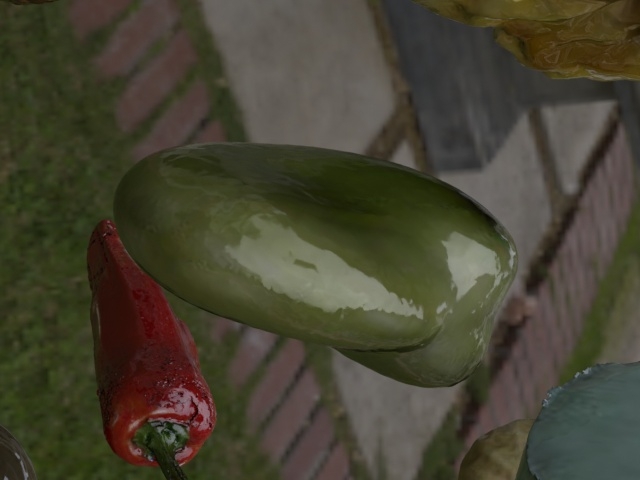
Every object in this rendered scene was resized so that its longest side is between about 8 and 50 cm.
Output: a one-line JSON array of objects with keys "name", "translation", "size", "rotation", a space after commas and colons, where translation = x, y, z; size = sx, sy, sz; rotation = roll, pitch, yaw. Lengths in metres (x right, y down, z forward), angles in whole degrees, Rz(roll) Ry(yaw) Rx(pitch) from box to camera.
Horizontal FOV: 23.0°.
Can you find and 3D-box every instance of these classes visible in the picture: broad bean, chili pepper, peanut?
[{"name": "broad bean", "translation": [0.000, 0.000, 0.919], "size": [0.263, 0.189, 0.121], "rotation": [19, 107, -44]}, {"name": "chili pepper", "translation": [-0.168, 0.110, 1.499], "size": [0.110, 0.110, 0.387], "rotation": [58, 5, -41]}, {"name": "peanut", "translation": [0.253, 0.239, 1.510], "size": [0.298, 0.136, 0.120], "rotation": [18, 70, -46]}]

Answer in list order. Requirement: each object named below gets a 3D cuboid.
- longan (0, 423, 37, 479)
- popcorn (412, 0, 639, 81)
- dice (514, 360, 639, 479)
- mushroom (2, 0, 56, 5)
[{"name": "longan", "translation": [-0.361, 0.249, 1.558], "size": [0.167, 0.187, 0.167], "rotation": [-10, 108, -30]}, {"name": "popcorn", "translation": [0.217, -0.296, 1.095], "size": [0.354, 0.344, 0.390], "rotation": [-128, -140, -67]}, {"name": "dice", "translation": [0.237, 0.233, 0.885], "size": [0.264, 0.268, 0.262], "rotation": [-50, 146, -64]}, {"name": "mushroom", "translation": [-0.144, -0.162, 0.716], "size": [0.085, 0.126, 0.109], "rotation": [-62, 142, -32]}]
